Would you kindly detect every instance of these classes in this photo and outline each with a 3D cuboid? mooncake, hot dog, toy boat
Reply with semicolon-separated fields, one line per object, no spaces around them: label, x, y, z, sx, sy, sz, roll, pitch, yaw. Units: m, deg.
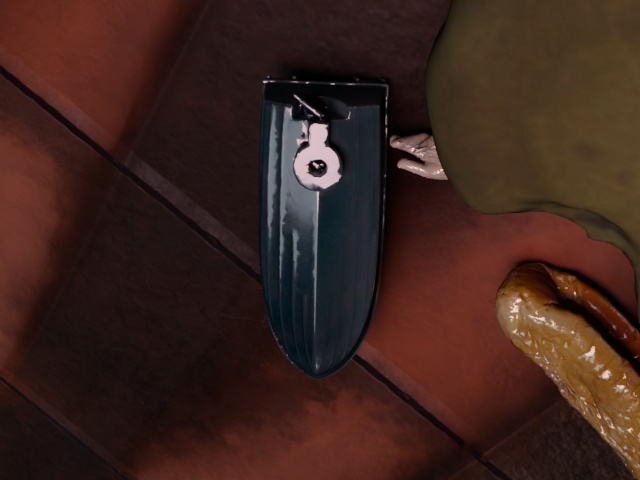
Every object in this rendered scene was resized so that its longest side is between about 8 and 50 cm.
mooncake;0.250;-0.095;0.535;0.351;0.187;0.351;25;142;21
hot dog;0.253;0.115;0.758;0.242;0.084;0.073;48;131;-7
toy boat;0.000;-0.003;0.784;0.114;0.122;0.296;3;115;4

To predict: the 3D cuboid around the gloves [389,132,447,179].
gloves;0.097;-0.071;0.746;0.081;0.037;0.044;23;118;-16
